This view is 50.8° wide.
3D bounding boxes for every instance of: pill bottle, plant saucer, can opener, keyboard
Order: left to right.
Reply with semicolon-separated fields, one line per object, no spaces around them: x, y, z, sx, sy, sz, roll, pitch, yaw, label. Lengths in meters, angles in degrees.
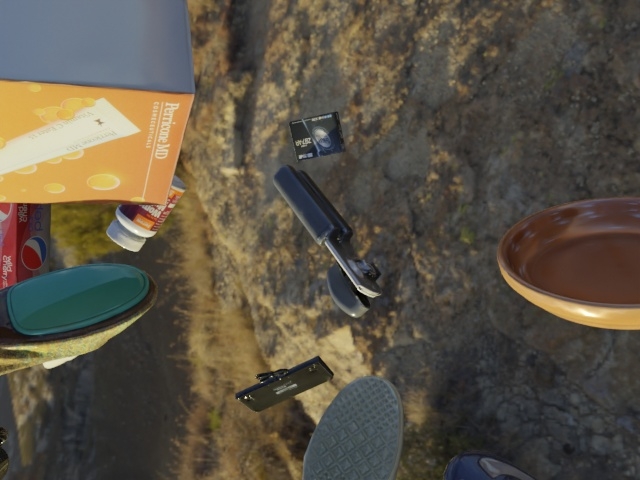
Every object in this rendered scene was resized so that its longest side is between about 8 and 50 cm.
-0.466;-0.087;1.794;0.221;0.121;0.121;-54;27;7;pill bottle
-0.074;0.268;1.279;0.180;0.108;0.023;-27;47;9;keyboard
0.000;0.000;1.105;0.095;0.076;0.283;-48;59;19;can opener
0.254;0.018;0.572;0.200;0.200;0.037;-133;28;-63;plant saucer

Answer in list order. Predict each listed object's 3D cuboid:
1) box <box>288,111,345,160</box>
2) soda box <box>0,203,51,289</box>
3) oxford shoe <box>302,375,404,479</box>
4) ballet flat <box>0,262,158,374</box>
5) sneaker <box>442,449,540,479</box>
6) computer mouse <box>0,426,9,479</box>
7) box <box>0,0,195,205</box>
-0.005;-0.169;1.098;0.083;0.018;0.067;-7;100;24;box
-0.531;-0.022;1.168;0.083;0.092;0.263;-13;-72;-70;soda box
0.050;0.466;1.214;0.130;0.169;0.448;38;-117;-66;oxford shoe
-0.366;0.115;0.793;0.123;0.349;0.123;166;90;-69;ballet flat
0.272;0.343;0.775;0.319;0.112;0.131;35;158;35;sneaker
-0.449;0.287;0.888;0.071;0.041;0.242;-44;-7;-40;computer mouse
-0.316;-0.157;0.659;0.215;0.346;0.168;125;139;-57;box
